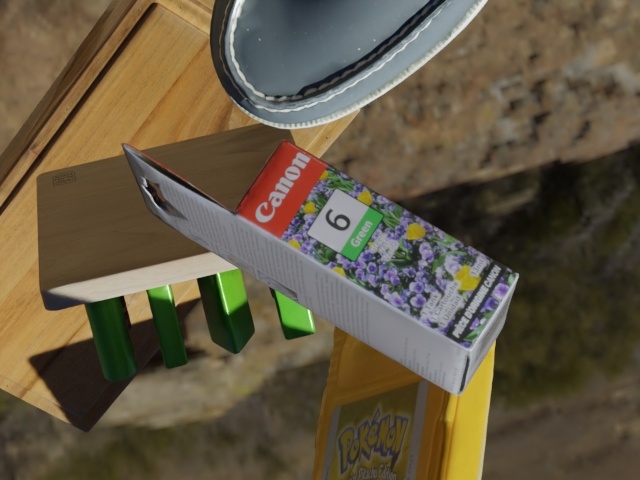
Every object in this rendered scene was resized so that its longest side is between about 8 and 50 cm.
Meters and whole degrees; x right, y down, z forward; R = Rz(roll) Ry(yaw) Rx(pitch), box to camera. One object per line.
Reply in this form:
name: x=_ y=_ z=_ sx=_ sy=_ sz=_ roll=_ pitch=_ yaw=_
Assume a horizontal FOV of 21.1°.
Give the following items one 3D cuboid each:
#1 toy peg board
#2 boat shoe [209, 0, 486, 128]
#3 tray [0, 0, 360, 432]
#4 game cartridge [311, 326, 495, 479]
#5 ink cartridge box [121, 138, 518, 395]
toy peg board: x=-0.081 y=0.008 z=1.023 sx=0.161 sy=0.160 sz=0.079 roll=-13 pitch=117 yaw=-4
boat shoe: x=0.054 y=-0.172 z=0.706 sx=0.319 sy=0.116 sz=0.099 roll=-47 pitch=177 yaw=17
tray: x=-0.171 y=-0.029 z=1.460 sx=0.203 sy=0.076 sz=0.411 roll=31 pitch=116 yaw=-21
game cartridge: x=0.058 y=0.202 z=1.510 sx=0.053 sy=0.323 sz=0.285 roll=13 pitch=163 yaw=-20
ink cartridge box: x=0.000 y=0.000 z=0.502 sx=0.115 sy=0.029 sz=0.063 roll=31 pitch=166 yaw=10
